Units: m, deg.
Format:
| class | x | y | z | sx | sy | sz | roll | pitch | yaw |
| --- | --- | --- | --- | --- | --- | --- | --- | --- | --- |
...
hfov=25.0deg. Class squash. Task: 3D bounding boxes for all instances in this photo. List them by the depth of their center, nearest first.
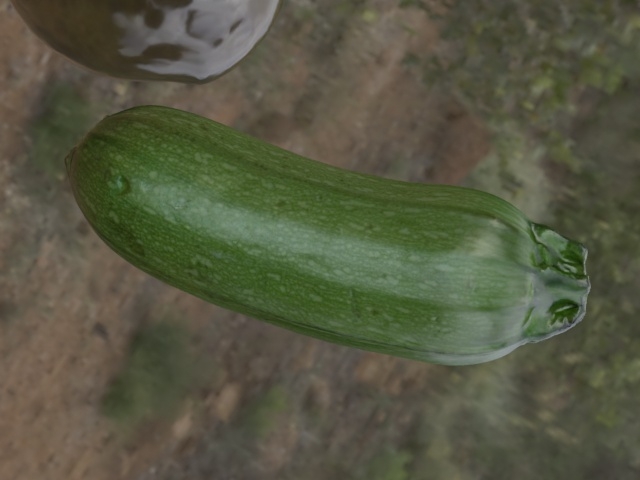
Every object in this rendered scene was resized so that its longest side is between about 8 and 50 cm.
| class | x | y | z | sx | sy | sz | roll | pitch | yaw |
| --- | --- | --- | --- | --- | --- | --- | --- | --- | --- |
| squash | 0.000 | 0.000 | 0.587 | 0.068 | 0.219 | 0.077 | 69 | 35 | -78 |

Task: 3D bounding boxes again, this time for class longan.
| class | x | y | z | sx | sy | sz | roll | pitch | yaw |
| --- | --- | --- | --- | --- | --- | --- | --- | --- | --- |
| longan | -0.101 | -0.168 | 0.832 | 0.167 | 0.187 | 0.167 | -15 | 126 | -22 |
